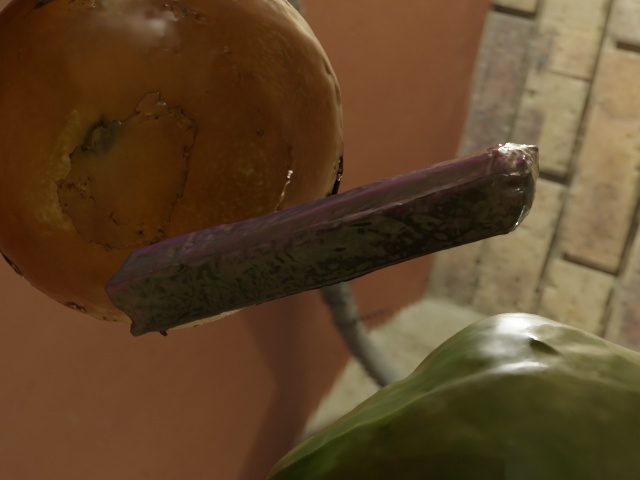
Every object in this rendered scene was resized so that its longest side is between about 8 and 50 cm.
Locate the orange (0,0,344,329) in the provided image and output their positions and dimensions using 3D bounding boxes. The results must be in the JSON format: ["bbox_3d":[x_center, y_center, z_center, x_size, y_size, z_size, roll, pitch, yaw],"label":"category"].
[{"bbox_3d":[-0.105,-0.065,1.097,0.246,0.246,0.246,-27,-54,-45],"label":"orange"}]

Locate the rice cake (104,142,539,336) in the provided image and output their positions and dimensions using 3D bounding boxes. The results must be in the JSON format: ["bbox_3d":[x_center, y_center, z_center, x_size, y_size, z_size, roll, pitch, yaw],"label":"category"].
[{"bbox_3d":[0.000,0.000,0.732,0.036,0.206,0.047,59,-147,-25],"label":"rice cake"}]

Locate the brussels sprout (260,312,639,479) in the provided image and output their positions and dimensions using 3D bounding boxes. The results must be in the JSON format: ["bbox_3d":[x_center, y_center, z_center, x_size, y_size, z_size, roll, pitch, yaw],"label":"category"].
[{"bbox_3d":[0.110,0.187,0.888,0.328,0.247,0.328,39,-143,-38],"label":"brussels sprout"}]
